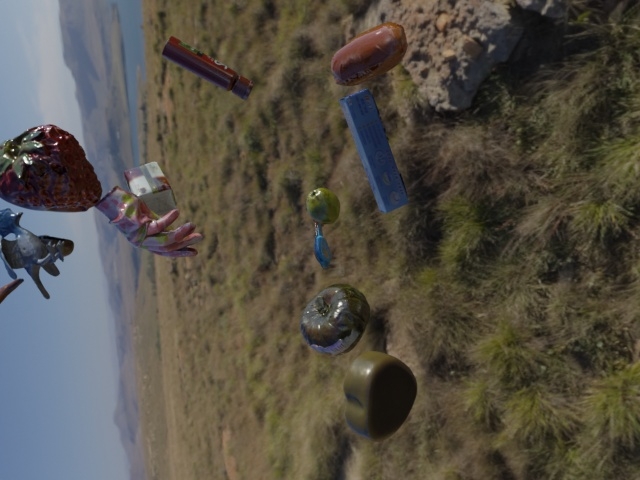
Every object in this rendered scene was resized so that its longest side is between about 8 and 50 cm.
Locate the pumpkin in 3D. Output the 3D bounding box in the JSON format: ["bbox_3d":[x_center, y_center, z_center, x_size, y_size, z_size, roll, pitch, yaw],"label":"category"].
[{"bbox_3d":[0.040,0.255,1.635,0.189,0.260,0.260,48,176,-32],"label":"pumpkin"}]

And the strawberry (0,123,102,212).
[{"bbox_3d":[-0.942,-0.233,1.716,0.295,0.317,0.345,49,-178,28],"label":"strawberry"}]

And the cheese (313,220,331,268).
[{"bbox_3d":[0.000,0.000,1.899,0.037,0.106,0.255,-23,56,23],"label":"cheese"}]

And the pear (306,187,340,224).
[{"bbox_3d":[0.008,-0.110,1.534,0.131,0.107,0.107,58,170,-30],"label":"pear"}]

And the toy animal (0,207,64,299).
[{"bbox_3d":[-0.799,0.036,1.327,0.239,0.177,0.255,28,-120,-87],"label":"toy animal"}]

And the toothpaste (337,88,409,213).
[{"bbox_3d":[0.121,-0.196,1.077,0.272,0.066,0.053,67,171,-16],"label":"toothpaste"}]

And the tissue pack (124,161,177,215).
[{"bbox_3d":[-0.503,-0.149,1.427,0.148,0.106,0.099,50,151,38],"label":"tissue pack"}]

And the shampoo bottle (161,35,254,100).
[{"bbox_3d":[-0.383,-0.590,1.661,0.076,0.314,0.118,-60,18,16],"label":"shampoo bottle"}]

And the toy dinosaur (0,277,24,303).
[{"bbox_3d":[-0.742,0.255,0.898,0.208,0.432,0.097,60,148,6],"label":"toy dinosaur"}]

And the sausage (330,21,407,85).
[{"bbox_3d":[0.128,-0.503,1.322,0.259,0.133,0.133,-9,89,47],"label":"sausage"}]

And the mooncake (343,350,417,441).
[{"bbox_3d":[0.163,0.419,1.335,0.117,0.235,0.234,3,101,47],"label":"mooncake"}]

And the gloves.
[{"bbox_3d":[-0.395,-0.027,1.125,0.241,0.126,0.145,46,145,-19],"label":"gloves"}]

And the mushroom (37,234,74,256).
[{"bbox_3d":[-0.962,0.021,1.717,0.171,0.135,0.080,4,73,35],"label":"mushroom"}]
